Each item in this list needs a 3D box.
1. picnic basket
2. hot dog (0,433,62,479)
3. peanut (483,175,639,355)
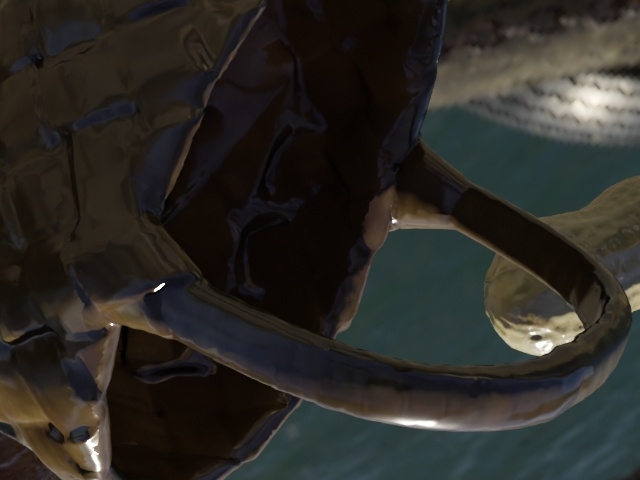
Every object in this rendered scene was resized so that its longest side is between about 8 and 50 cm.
[{"bbox_3d":[0.000,0.000,0.973,0.337,0.337,0.293,-54,164,27],"label":"picnic basket"},{"bbox_3d":[-0.198,0.113,1.222,0.083,0.068,0.289,-22,107,-24],"label":"hot dog"},{"bbox_3d":[0.194,0.015,1.401,0.214,0.098,0.090,-23,105,-36],"label":"peanut"}]
